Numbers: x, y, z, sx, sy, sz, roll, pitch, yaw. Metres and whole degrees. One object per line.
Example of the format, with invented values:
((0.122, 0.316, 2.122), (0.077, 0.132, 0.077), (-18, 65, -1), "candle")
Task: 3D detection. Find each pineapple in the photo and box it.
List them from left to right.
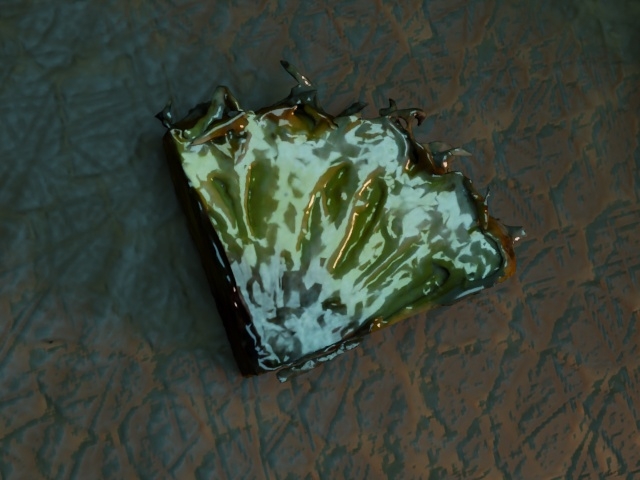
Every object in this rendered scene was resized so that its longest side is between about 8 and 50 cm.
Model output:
((0.000, 0.000, 1.010), (0.236, 0.114, 0.186), (19, 83, -2), "pineapple")
